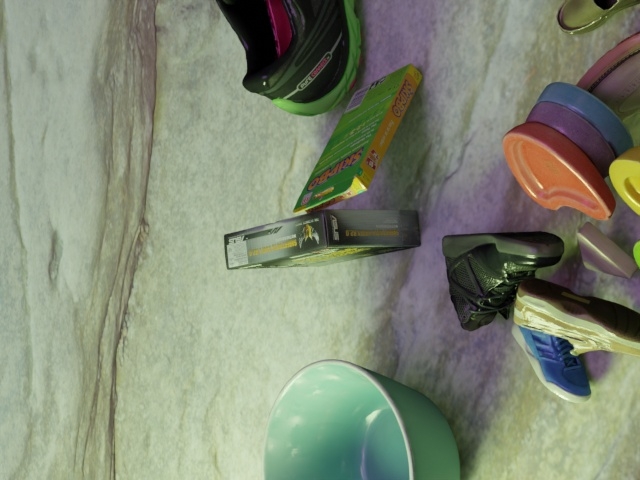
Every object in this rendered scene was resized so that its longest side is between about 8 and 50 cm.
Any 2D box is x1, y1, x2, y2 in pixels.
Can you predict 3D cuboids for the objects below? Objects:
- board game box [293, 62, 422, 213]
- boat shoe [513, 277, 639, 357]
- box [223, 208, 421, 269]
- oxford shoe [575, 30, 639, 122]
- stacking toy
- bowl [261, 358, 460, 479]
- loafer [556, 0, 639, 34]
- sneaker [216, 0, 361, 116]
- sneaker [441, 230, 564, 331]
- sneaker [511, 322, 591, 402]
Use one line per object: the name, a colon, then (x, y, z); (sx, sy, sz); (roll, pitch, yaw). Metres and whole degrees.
board game box: (0.052, -0.137, 2.068); (0.124, 0.039, 0.259); (-22, 29, 46)
boat shoe: (0.329, 0.110, 1.813); (0.190, 0.068, 0.072); (23, 119, 23)
box: (0.000, 0.000, 2.127); (0.231, 0.183, 0.056); (-12, 81, 47)
oxford shoe: (0.436, -0.195, 1.678); (0.397, 0.140, 0.147); (-34, 82, 52)
stacking toy: (0.383, -0.063, 1.710); (0.130, 0.279, 0.309); (-48, 38, -14)
bowl: (0.074, 0.318, 2.046); (0.311, 0.163, 0.312); (-2, 87, 48)
loafer: (0.348, -0.304, 1.841); (0.148, 0.050, 0.056); (-27, 68, 45)
sneaker: (-0.059, -0.429, 2.195); (0.185, 0.202, 0.483); (-20, 74, 46)
sneaker: (0.241, 0.052, 1.917); (0.227, 0.087, 0.130); (-6, 88, 58)
sneaker: (0.305, 0.129, 1.868); (0.152, 0.058, 0.085); (59, 138, 40)
